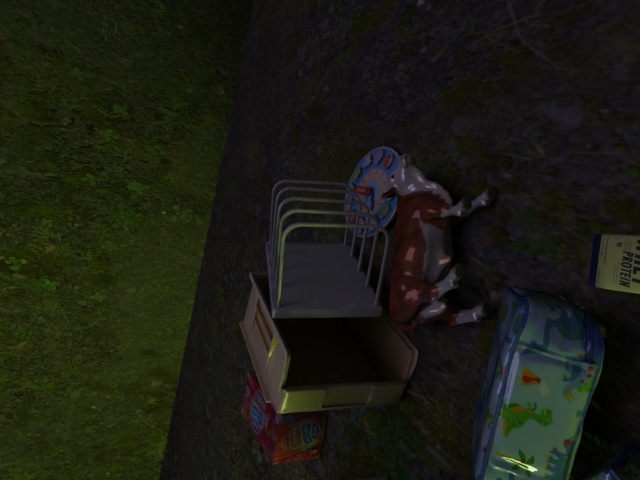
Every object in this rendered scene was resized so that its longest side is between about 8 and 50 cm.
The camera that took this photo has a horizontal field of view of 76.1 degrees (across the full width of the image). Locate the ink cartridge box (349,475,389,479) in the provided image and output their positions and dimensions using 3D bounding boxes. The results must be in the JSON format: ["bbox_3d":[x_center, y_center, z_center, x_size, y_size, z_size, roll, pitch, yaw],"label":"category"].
[{"bbox_3d":[-0.039,0.529,0.722,0.226,0.306,0.131,-57,36,39],"label":"ink cartridge box"}]

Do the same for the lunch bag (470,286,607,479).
[{"bbox_3d":[0.236,0.166,0.470,0.176,0.090,0.219,2,-80,-73],"label":"lunch bag"}]

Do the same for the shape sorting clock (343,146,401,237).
[{"bbox_3d":[0.113,-0.107,0.905,0.206,0.040,0.206,-26,60,57],"label":"shape sorting clock"}]

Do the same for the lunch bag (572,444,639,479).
[{"bbox_3d":[0.301,0.305,0.386,0.151,0.096,0.129,52,126,34],"label":"lunch bag"}]

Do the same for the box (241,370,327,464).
[{"bbox_3d":[-0.102,0.442,1.055,0.257,0.128,0.123,14,95,62],"label":"box"}]

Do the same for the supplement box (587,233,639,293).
[{"bbox_3d":[0.333,0.027,0.405,0.083,0.083,0.056,7,90,61],"label":"supplement box"}]

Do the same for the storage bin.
[{"bbox_3d":[0.005,0.186,0.785,0.260,0.262,0.123,50,127,55],"label":"storage bin"}]

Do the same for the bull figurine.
[{"bbox_3d":[0.182,-0.004,0.680,0.188,0.101,0.310,-13,70,59],"label":"bull figurine"}]

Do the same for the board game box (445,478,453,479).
[{"bbox_3d":[0.175,0.471,0.602,0.194,0.060,0.194,36,114,59],"label":"board game box"}]

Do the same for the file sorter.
[{"bbox_3d":[0.000,0.000,0.790,0.278,0.192,0.173,-112,26,-64],"label":"file sorter"}]
